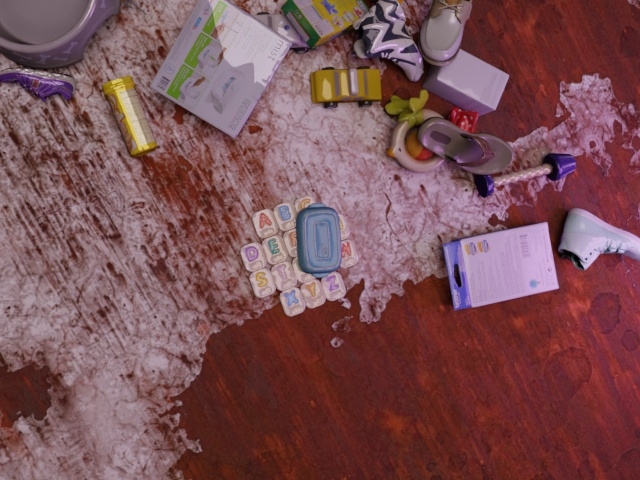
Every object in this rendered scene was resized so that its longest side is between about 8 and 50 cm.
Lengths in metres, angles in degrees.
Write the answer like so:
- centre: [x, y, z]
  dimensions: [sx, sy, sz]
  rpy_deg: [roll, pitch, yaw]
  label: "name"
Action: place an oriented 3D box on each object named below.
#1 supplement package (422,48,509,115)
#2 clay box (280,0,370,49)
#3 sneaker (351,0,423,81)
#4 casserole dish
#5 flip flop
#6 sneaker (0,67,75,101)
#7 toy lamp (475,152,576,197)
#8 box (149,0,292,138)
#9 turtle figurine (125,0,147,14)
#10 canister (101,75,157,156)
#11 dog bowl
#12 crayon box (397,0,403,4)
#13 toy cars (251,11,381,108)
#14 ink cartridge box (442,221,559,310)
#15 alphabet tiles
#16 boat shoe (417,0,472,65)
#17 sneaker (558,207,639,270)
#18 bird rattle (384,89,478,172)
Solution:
- centre: [0.376, -0.414, 1.884]
  dimensions: [0.179, 0.105, 0.105]
  rpy_deg: [24, 85, -13]
  label: "supplement package"
- centre: [0.020, -0.564, 1.782]
  dimensions: [0.222, 0.053, 0.127]
  rpy_deg: [-37, 90, -41]
  label: "clay box"
- centre: [0.157, -0.478, 1.822]
  dimensions: [0.153, 0.094, 0.235]
  rpy_deg: [-30, 133, 1]
  label: "sneaker"
- centre: [0.000, 0.000, 1.806]
  dimensions: [0.114, 0.037, 0.188]
  rpy_deg: [-4, 92, -13]
  label: "casserole dish"
- centre: [0.368, -0.229, 1.813]
  dimensions: [0.277, 0.080, 0.112]
  rpy_deg: [19, 113, -26]
  label: "flip flop"
- centre: [-0.651, -0.356, 1.656]
  dimensions: [0.170, 0.068, 0.071]
  rpy_deg: [8, 99, -11]
  label: "sneaker"
- centre: [0.554, -0.180, 1.943]
  dimensions: [0.275, 0.080, 0.080]
  rpy_deg: [-12, 93, -12]
  label: "toy lamp"
- centre: [-0.229, -0.411, 1.692]
  dimensions: [0.231, 0.127, 0.262]
  rpy_deg: [30, 100, -12]
  label: "box"
- centre: [-0.424, -0.659, 1.688]
  dimensions: [0.175, 0.118, 0.234]
  rpy_deg: [-34, 90, -17]
  label: "turtle figurine"
- centre: [-0.439, -0.282, 1.676]
  dimensions: [0.073, 0.126, 0.169]
  rpy_deg: [-22, 97, -13]
  label: "canister"
- centre: [-0.625, -0.560, 1.597]
  dimensions: [0.349, 0.102, 0.348]
  rpy_deg: [0, 94, 2]
  label: "dog bowl"
- centre: [0.209, -0.732, 1.802]
  dimensions: [0.165, 0.081, 0.278]
  rpy_deg: [38, 107, -11]
  label: "crayon box"
- centre: [-0.007, -0.454, 1.799]
  dimensions: [0.394, 0.087, 0.176]
  rpy_deg: [37, 81, -11]
  label: "toy cars"
- centre: [0.472, 0.068, 1.930]
  dimensions: [0.311, 0.065, 0.185]
  rpy_deg: [-11, 93, -16]
  label: "ink cartridge box"
- centre: [-0.052, 0.038, 1.823]
  dimensions: [0.284, 0.021, 0.277]
  rpy_deg: [-19, 94, -13]
  label: "alphabet tiles"
- centre: [0.315, -0.566, 1.807]
  dimensions: [0.113, 0.103, 0.302]
  rpy_deg: [13, 57, 5]
  label: "boat shoe"
- centre: [0.769, 0.033, 1.984]
  dimensions: [0.256, 0.094, 0.151]
  rpy_deg: [26, 78, -3]
  label: "sneaker"
- centre: [0.275, -0.275, 1.876]
  dimensions: [0.254, 0.143, 0.206]
  rpy_deg: [23, 96, -26]
  label: "bird rattle"
